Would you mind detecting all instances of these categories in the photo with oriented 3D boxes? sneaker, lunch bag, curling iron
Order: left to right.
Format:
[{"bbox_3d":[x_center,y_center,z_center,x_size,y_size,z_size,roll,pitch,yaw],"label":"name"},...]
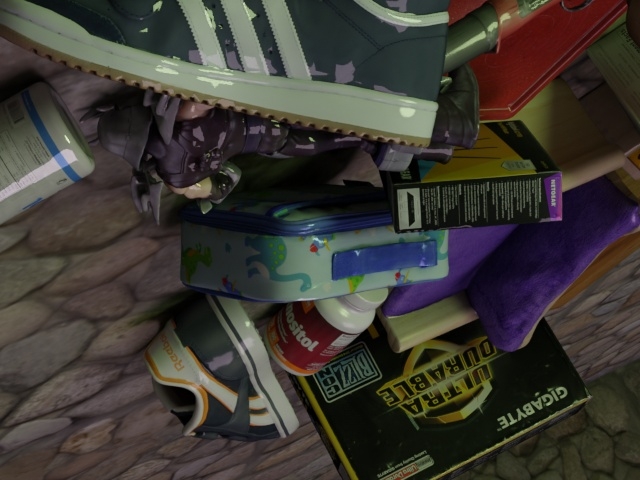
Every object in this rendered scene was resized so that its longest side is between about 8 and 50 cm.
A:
[{"bbox_3d":[-0.115,0.158,1.406,0.127,0.126,0.321,-32,151,-7],"label":"sneaker"},{"bbox_3d":[-0.047,-0.157,0.750,0.282,0.099,0.153,11,100,-20],"label":"sneaker"},{"bbox_3d":[0.000,0.000,1.107,0.219,0.090,0.176,-8,-168,-41],"label":"lunch bag"},{"bbox_3d":[0.120,-0.146,0.889,0.274,0.035,0.068,-33,169,-26],"label":"curling iron"}]

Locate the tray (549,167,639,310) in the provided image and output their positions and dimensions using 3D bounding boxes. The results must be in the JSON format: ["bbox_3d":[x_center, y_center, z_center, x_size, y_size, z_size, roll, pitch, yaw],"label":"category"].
[{"bbox_3d":[0.412,-0.026,1.772,0.203,0.076,0.411,-7,150,-48],"label":"tray"}]

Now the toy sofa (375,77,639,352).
[{"bbox_3d":[0.183,0.005,1.364,0.150,0.177,0.362,-20,160,-27],"label":"toy sofa"}]

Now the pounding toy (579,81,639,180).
[{"bbox_3d":[0.370,-0.120,1.437,0.181,0.094,0.206,-35,160,16],"label":"pounding toy"}]

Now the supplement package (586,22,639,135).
[{"bbox_3d":[0.408,-0.092,1.225,0.145,0.204,0.262,-34,124,13],"label":"supplement package"}]

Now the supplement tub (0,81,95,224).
[{"bbox_3d":[-0.209,-0.050,0.820,0.107,0.071,0.071,-29,161,1],"label":"supplement tub"}]

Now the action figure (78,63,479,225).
[{"bbox_3d":[-0.034,-0.088,0.920,0.285,0.099,0.185,-3,156,-17],"label":"action figure"}]

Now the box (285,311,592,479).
[{"bbox_3d":[0.138,0.167,1.583,0.322,0.257,0.079,-24,159,-14],"label":"box"}]

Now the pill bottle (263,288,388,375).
[{"bbox_3d":[0.008,0.086,1.452,0.086,0.086,0.152,-8,151,-47],"label":"pill bottle"}]

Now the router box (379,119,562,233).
[{"bbox_3d":[0.119,-0.057,1.049,0.133,0.046,0.179,-4,-161,-1],"label":"router box"}]

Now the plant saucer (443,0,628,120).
[{"bbox_3d":[0.159,-0.179,1.060,0.258,0.047,0.259,-8,152,-47],"label":"plant saucer"}]

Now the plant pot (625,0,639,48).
[{"bbox_3d":[0.311,-0.257,0.961,0.237,0.110,0.237,-31,158,-14],"label":"plant pot"}]
